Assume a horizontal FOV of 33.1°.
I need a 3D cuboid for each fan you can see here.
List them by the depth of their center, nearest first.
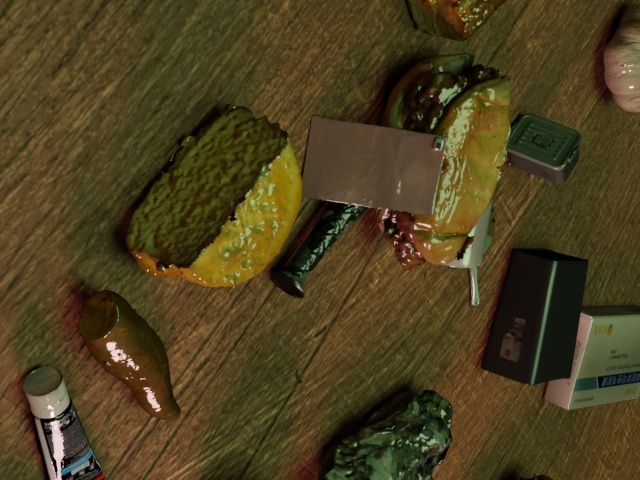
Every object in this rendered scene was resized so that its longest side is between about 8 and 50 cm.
[{"bbox_3d":[0.256,0.019,1.821,0.152,0.008,0.227,-32,127,-37],"label":"fan"}]

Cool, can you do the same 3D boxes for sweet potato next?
[{"bbox_3d":[-0.224,0.138,1.273,0.077,0.077,0.244,-50,147,-22],"label":"sweet potato"}]

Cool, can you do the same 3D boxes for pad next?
[{"bbox_3d":[0.072,-0.100,1.457,0.187,0.006,0.113,9,101,-7],"label":"pad"}]

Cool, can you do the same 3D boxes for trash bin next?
[{"bbox_3d":[0.399,0.135,1.956,0.165,0.115,0.225,2,103,-50],"label":"trash bin"}]

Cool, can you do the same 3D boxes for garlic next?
[{"bbox_3d":[0.643,-0.323,1.955,0.199,0.226,0.199,-18,114,-47],"label":"garlic"}]

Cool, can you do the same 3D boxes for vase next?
[{"bbox_3d":[0.000,0.000,1.477,0.167,0.059,0.059,-53,138,-19],"label":"vase"}]

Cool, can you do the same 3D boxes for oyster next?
[{"bbox_3d":[0.100,0.360,1.693,0.351,0.158,0.162,-35,96,-52],"label":"oyster"}]

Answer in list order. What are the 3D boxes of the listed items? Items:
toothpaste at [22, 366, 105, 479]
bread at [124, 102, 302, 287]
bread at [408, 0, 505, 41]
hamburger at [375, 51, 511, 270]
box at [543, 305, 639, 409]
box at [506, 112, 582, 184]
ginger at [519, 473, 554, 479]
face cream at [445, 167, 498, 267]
[{"bbox_3d":[-0.301,0.233,1.246,0.071,0.045,0.193,-31,134,-27],"label":"toothpaste"},{"bbox_3d":[-0.111,-0.032,1.268,0.229,0.143,0.139,-52,137,-17],"label":"bread"},{"bbox_3d":[0.230,-0.434,1.518,0.275,0.114,0.185,-49,137,-26],"label":"bread"},{"bbox_3d":[0.168,-0.127,1.544,0.282,0.155,0.245,-47,132,-19],"label":"hamburger"},{"bbox_3d":[0.602,0.242,2.273,0.343,0.065,0.200,3,103,-50],"label":"box"},{"bbox_3d":[0.376,-0.151,1.807,0.084,0.122,0.069,-54,150,-16],"label":"box"},{"bbox_3d":[0.363,0.573,2.060,0.418,0.176,0.254,6,94,-52],"label":"ginger"},{"bbox_3d":[0.221,-0.072,1.673,0.096,0.096,0.214,-8,112,-47],"label":"face cream"}]
